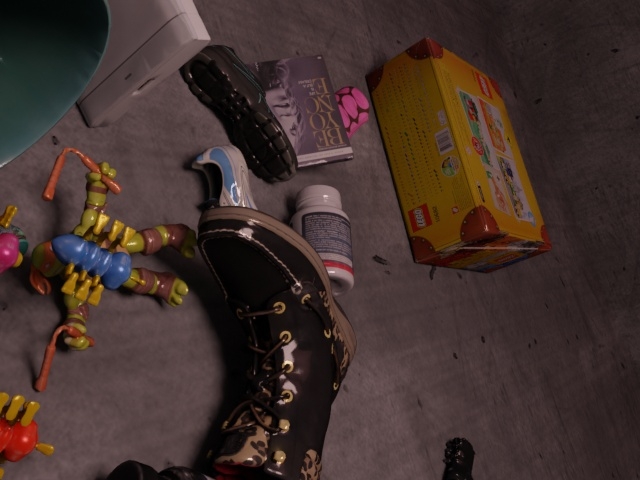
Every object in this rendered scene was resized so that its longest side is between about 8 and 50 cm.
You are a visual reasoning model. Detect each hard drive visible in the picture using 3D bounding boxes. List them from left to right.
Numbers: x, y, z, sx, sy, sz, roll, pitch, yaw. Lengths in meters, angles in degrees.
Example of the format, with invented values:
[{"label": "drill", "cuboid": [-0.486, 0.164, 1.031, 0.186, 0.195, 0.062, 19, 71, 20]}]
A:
[{"label": "hard drive", "cuboid": [-0.301, -0.357, 0.808, 0.047, 0.233, 0.352, -25, 90, -54]}]

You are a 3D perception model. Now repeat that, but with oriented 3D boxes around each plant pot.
[{"label": "plant pot", "cuboid": [-0.391, -0.214, 0.586, 0.235, 0.293, 0.293, 45, 38, -1]}]

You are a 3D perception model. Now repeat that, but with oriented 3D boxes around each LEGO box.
[{"label": "LEGO box", "cuboid": [0.346, -0.195, 1.554, 0.373, 0.193, 0.499, 9, 62, -49]}]

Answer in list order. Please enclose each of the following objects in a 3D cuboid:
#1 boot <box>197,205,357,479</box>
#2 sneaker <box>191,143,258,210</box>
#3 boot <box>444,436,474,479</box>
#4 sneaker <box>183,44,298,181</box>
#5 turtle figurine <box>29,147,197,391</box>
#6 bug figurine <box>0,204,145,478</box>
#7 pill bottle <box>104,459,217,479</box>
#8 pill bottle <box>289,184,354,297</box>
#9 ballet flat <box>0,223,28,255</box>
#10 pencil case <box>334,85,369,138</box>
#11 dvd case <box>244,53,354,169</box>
[{"label": "boot", "cuboid": [-0.071, 0.165, 0.830, 0.377, 0.138, 0.284, 62, 32, -42]}, {"label": "sneaker", "cuboid": [-0.130, -0.032, 0.972, 0.086, 0.085, 0.237, -23, 92, -28]}, {"label": "boot", "cuboid": [0.285, 0.454, 1.223, 0.121, 0.045, 0.099, 50, 35, -19]}, {"label": "sneaker", "cuboid": [-0.116, -0.225, 1.076, 0.267, 0.101, 0.106, 55, 35, -13]}, {"label": "turtle figurine", "cuboid": [-0.260, 0.037, 0.754, 0.217, 0.087, 0.269, 8, 86, -53]}, {"label": "bug figurine", "cuboid": [-0.305, 0.080, 0.597, 0.216, 0.072, 0.278, 38, 70, -36]}, {"label": "pill bottle", "cuboid": [-0.140, 0.328, 0.697, 0.219, 0.123, 0.122, 38, 44, -31]}, {"label": "pill bottle", "cuboid": [0.000, 0.000, 1.079, 0.108, 0.108, 0.180, 26, 51, -41]}, {"label": "ballet flat", "cuboid": [-0.389, 0.027, 0.628, 0.070, 0.070, 0.188, 59, 34, -7]}, {"label": "pencil case", "cuboid": [0.035, -0.243, 1.284, 0.098, 0.095, 0.209, 27, 41, 8]}, {"label": "dvd case", "cuboid": [-0.044, -0.239, 1.164, 0.165, 0.018, 0.221, -12, 77, -16]}]
